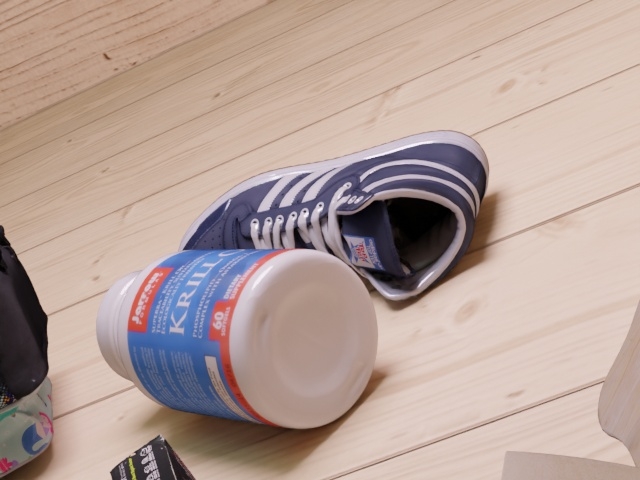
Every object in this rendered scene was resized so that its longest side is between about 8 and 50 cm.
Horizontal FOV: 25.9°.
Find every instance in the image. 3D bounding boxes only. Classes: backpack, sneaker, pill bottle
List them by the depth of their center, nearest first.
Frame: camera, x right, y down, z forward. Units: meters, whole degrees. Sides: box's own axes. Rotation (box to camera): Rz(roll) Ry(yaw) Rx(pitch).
[{"bbox_3d":[-0.072,0.068,1.020,0.124,0.124,0.221,-42,24,-32],"label":"pill bottle"},{"bbox_3d":[0.000,0.000,1.124,0.282,0.099,0.153,-20,20,14],"label":"sneaker"},{"bbox_3d":[-0.348,0.121,1.154,0.253,0.191,0.225,-23,17,-6],"label":"backpack"}]

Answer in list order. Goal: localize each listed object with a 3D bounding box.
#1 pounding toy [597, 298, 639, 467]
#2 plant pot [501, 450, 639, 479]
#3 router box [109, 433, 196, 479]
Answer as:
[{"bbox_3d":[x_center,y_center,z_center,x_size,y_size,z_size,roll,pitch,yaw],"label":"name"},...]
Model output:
[{"bbox_3d":[0.263,0.024,0.662,0.270,0.154,0.154,-65,17,-8],"label":"pounding toy"},{"bbox_3d":[0.130,0.158,0.583,0.096,0.109,0.109,-7,26,17],"label":"plant pot"},{"bbox_3d":[-0.062,0.175,0.750,0.038,0.122,0.092,-34,20,-2],"label":"router box"}]
